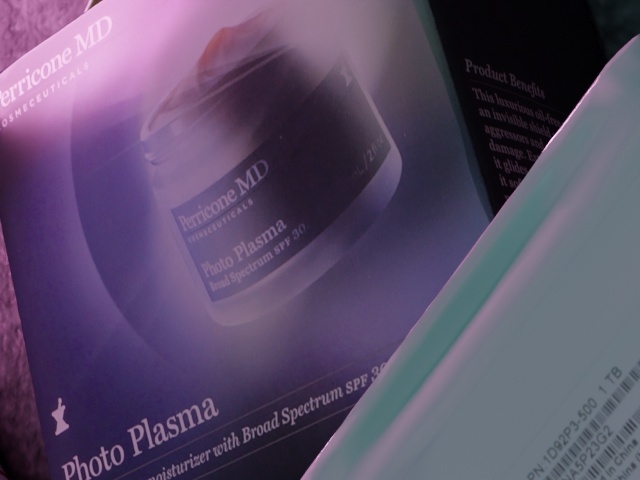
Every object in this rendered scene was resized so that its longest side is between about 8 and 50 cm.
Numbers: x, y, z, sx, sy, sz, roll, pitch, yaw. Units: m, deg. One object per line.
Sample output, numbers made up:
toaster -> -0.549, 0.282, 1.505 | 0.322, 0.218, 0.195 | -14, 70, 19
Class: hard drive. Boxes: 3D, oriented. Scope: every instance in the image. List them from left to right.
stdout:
hard drive -> 0.131, 0.116, 0.461 | 0.307, 0.040, 0.203 | 48, 115, 31

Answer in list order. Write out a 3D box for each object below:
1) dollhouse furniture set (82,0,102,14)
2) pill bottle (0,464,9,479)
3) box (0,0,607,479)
dollhouse furniture set -> -0.129, -0.156, 1.080 | 0.091, 0.081, 0.114 | 40, 108, 36
pill bottle -> -0.265, 0.159, 1.116 | 0.121, 0.121, 0.216 | -51, 55, 21
box -> 0.000, 0.000, 0.888 | 0.296, 0.183, 0.294 | -29, 64, 32
